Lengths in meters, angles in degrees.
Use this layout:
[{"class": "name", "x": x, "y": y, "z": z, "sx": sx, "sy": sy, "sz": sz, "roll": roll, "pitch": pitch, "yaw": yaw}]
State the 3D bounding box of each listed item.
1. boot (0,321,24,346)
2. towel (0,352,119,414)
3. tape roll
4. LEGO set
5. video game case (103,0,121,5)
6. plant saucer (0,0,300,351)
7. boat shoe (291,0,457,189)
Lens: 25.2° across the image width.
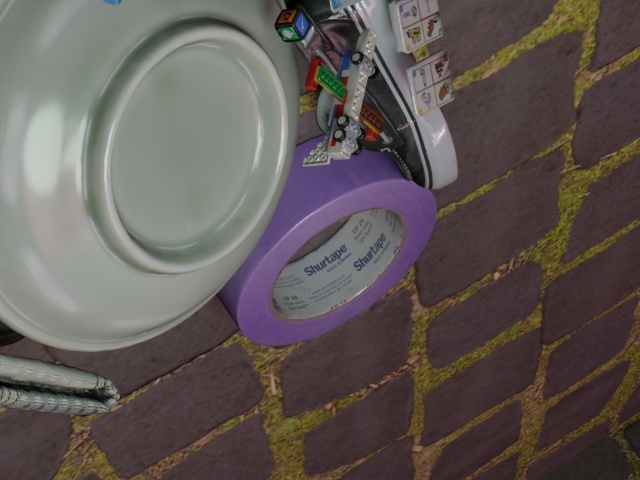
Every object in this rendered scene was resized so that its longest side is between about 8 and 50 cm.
[{"class": "boot", "x": -0.368, "y": 0.053, "z": 1.285, "sx": 0.338, "sy": 0.118, "sz": 0.222, "roll": 10, "pitch": 157, "yaw": -38}, {"class": "towel", "x": -0.396, "y": 0.109, "z": 1.268, "sx": 0.324, "sy": 0.312, "sz": 0.056, "roll": 16, "pitch": 78, "yaw": -56}, {"class": "tape roll", "x": 0.000, "y": 0.000, "z": 1.679, "sx": 0.274, "sy": 0.090, "sz": 0.275, "roll": -27, "pitch": 150, "yaw": -17}, {"class": "LEGO set", "x": 0.034, "y": -0.181, "z": 1.309, "sx": 0.244, "sy": 0.060, "sz": 0.182, "roll": -34, "pitch": 117, "yaw": -50}, {"class": "video game case", "x": -0.135, "y": -0.278, "z": 1.093, "sx": 0.119, "sy": 0.015, "sz": 0.166, "roll": 92, "pitch": 16, "yaw": -55}, {"class": "plant saucer", "x": -0.133, "y": -0.086, "z": 1.214, "sx": 0.400, "sy": 0.100, "sz": 0.401, "roll": -22, "pitch": 121, "yaw": -43}, {"class": "boat shoe", "x": 0.046, "y": -0.154, "z": 1.489, "sx": 0.119, "sy": 0.121, "sz": 0.335, "roll": -32, "pitch": 138, "yaw": 1}]
